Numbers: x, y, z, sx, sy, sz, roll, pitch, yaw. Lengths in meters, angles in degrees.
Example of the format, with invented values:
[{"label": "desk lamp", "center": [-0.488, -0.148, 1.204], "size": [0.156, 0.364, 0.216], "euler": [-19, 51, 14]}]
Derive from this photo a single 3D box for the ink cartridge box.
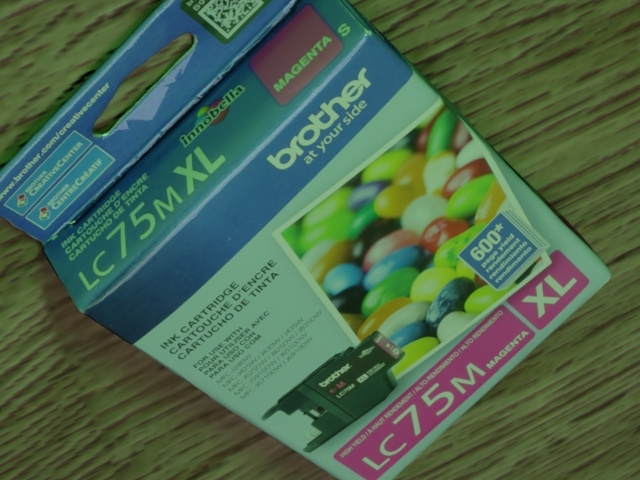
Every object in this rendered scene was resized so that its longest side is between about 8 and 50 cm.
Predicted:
[{"label": "ink cartridge box", "center": [0.000, 0.000, 0.907], "size": [0.186, 0.065, 0.311], "euler": [-43, 135, 7]}]
